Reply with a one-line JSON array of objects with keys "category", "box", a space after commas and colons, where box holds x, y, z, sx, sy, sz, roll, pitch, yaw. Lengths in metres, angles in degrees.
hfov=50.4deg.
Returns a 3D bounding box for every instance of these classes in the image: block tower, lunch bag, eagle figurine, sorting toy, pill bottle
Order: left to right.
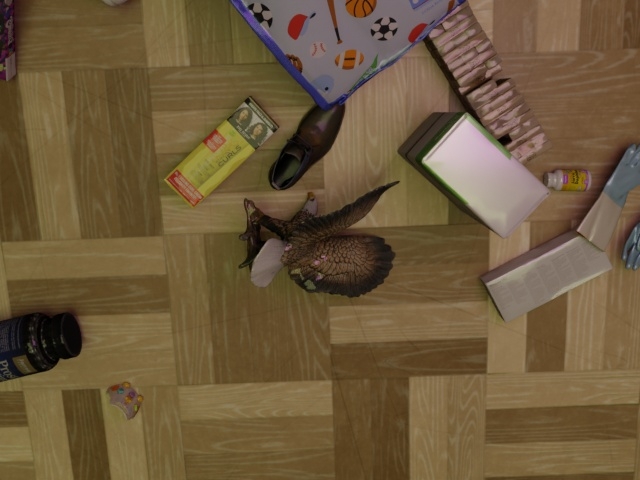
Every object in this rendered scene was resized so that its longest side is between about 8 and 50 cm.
[{"category": "pill bottle", "box": [-0.608, 0.215, 1.379, 0.219, 0.123, 0.122, -14, 103, 2]}, {"category": "sorting toy", "box": [-0.415, 0.345, 1.435, 0.045, 0.075, 0.083, -40, 101, 9]}, {"category": "eagle figurine", "box": [0.001, -0.011, 1.300, 0.299, 0.226, 0.225, 4, 83, 4]}, {"category": "lunch bag", "box": [0.013, -0.457, 1.150, 0.328, 0.239, 0.385, -37, 109, 14]}, {"category": "block tower", "box": [0.302, -0.296, 1.279, 0.097, 0.091, 0.335, -32, 101, 6]}, {"category": "pill bottle", "box": [0.488, -0.119, 1.345, 0.083, 0.043, 0.043, 0, 103, 0]}]

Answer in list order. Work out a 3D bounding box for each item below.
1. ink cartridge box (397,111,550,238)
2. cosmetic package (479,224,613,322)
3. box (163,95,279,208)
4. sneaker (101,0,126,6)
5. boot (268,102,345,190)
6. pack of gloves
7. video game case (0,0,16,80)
[{"category": "ink cartridge box", "box": [0.263, -0.128, 1.227, 0.198, 0.273, 0.114, 41, 97, -9]}, {"category": "cosmetic package", "box": [0.455, 0.064, 1.380, 0.239, 0.060, 0.098, -28, 104, 6]}, {"category": "box", "box": [-0.192, -0.171, 1.323, 0.232, 0.058, 0.087, -41, 101, 9]}, {"category": "sneaker", "box": [-0.493, -0.501, 1.230, 0.169, 0.108, 0.292, -41, 96, 15]}, {"category": "boot", "box": [-0.023, -0.180, 1.297, 0.082, 0.106, 0.219, 35, 101, -8]}, {"category": "pack of gloves", "box": [0.624, -0.067, 1.353, 0.195, 0.046, 0.232, 33, 89, -19]}, {"category": "video game case", "box": [-0.674, -0.419, 1.230, 0.232, 0.041, 0.210, 16, 129, -4]}]
